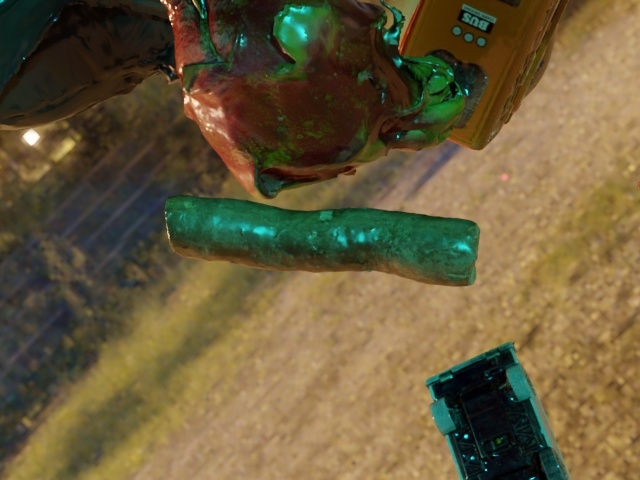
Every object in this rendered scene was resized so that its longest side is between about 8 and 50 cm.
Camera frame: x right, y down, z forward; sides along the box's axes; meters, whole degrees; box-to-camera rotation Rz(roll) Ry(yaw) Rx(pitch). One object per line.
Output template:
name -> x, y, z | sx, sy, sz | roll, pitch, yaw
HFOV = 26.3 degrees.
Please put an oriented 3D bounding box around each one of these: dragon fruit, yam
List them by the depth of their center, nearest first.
yam -> 0.000, 0.000, 1.097 | 0.061, 0.252, 0.061 | 5, -90, -84
dragon fruit -> -0.003, -0.152, 1.166 | 0.269, 0.200, 0.198 | -18, 0, -36

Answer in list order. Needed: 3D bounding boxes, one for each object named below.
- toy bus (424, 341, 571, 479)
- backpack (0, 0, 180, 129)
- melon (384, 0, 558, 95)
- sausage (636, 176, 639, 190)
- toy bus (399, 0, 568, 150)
toy bus -> 0.242, 0.285, 1.693 | 0.133, 0.165, 0.271 | -26, 49, 11
backpack -> -0.290, -0.313, 1.603 | 0.445, 0.363, 0.255 | -38, 15, -24
melon -> 0.215, -0.306, 1.983 | 0.272, 0.271, 0.308 | -50, -28, -31
sausage -> 0.460, -0.049, 1.610 | 0.065, 0.169, 0.065 | -42, -30, -32
toy bus -> 0.174, -0.258, 1.296 | 0.329, 0.143, 0.153 | -67, -7, 33
